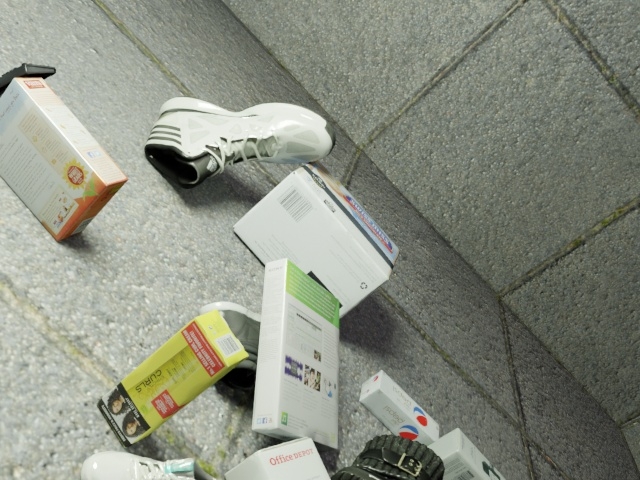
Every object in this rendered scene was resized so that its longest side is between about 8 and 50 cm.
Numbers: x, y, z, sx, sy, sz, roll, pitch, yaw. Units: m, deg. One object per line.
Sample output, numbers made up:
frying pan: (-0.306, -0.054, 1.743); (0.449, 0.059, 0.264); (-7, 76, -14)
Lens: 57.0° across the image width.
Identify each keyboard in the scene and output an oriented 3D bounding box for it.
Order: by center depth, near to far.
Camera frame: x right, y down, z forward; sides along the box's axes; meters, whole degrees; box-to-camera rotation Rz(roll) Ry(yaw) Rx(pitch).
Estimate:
keyboard: (-0.552, -0.261, 1.006); (0.023, 0.180, 0.108); (67, 21, -10)

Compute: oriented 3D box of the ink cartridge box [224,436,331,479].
ink cartridge box: (-0.041, 0.445, 0.957); (0.154, 0.093, 0.212); (12, 45, -55)

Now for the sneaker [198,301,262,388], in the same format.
sneaker: (-0.121, 0.225, 1.156); (0.295, 0.104, 0.147); (28, 45, -51)

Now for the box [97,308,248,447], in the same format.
box: (-0.214, 0.200, 0.843); (0.087, 0.232, 0.058); (55, 21, 9)

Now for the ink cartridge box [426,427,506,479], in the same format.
ink cartridge box: (0.324, 0.560, 1.352); (0.208, 0.153, 0.087); (48, 23, -6)

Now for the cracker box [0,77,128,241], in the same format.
cracker box: (-0.461, -0.138, 1.004); (0.232, 0.155, 0.067); (50, 24, -2)

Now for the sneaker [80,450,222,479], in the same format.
sneaker: (-0.219, 0.328, 0.818); (0.212, 0.094, 0.080); (32, 31, -34)

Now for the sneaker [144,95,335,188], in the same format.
sneaker: (-0.196, -0.201, 1.395); (0.447, 0.169, 0.258); (6, 44, 4)

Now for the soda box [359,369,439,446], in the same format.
soda box: (0.194, 0.421, 1.432); (0.216, 0.069, 0.074); (44, 25, -10)

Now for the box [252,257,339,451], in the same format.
box: (-0.037, 0.226, 1.147); (0.232, 0.058, 0.322); (43, 43, -50)

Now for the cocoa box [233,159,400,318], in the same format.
cocoa box: (0.000, 0.000, 1.510); (0.347, 0.231, 0.228); (48, 23, -3)

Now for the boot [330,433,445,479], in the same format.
boot: (0.194, 0.502, 1.098); (0.348, 0.131, 0.260); (32, 10, 24)
